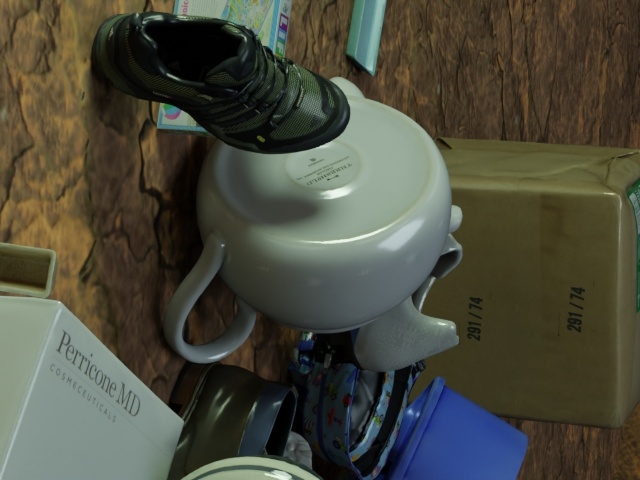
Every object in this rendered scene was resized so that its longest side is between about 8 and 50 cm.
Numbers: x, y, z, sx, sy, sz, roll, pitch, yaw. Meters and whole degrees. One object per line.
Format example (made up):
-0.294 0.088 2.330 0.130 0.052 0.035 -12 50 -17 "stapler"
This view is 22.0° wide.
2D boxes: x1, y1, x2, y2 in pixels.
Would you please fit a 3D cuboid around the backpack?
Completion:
0.030 0.168 1.784 0.158 0.116 0.173 59 41 -56 "backpack"

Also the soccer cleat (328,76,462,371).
0.073 -0.023 1.722 0.116 0.143 0.331 51 30 -66 "soccer cleat"

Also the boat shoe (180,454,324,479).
-0.067 0.288 1.351 0.500 0.186 0.156 105 9 -54 "boat shoe"

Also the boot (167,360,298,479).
-0.096 0.211 1.497 0.082 0.106 0.219 58 42 -56 "boot"

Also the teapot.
0.000 0.000 1.541 0.253 0.256 0.187 -78 172 -46 "teapot"

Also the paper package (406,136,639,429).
0.255 0.052 2.055 0.168 0.309 0.325 -44 134 -58 "paper package"

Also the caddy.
0.099 0.312 1.895 0.341 0.179 0.241 -59 175 -48 "caddy"

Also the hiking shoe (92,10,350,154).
-0.069 -0.127 1.338 0.226 0.114 0.086 15 83 -23 "hiking shoe"

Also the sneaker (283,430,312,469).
-0.066 0.304 1.649 0.095 0.090 0.235 82 25 -65 "sneaker"

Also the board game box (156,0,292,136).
-0.083 -0.168 1.445 0.026 0.103 0.154 20 77 -68 "board game box"

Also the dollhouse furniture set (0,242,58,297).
-0.235 -0.007 1.101 0.081 0.114 0.091 15 84 -63 "dollhouse furniture set"

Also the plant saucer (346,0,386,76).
0.059 -0.289 1.879 0.067 0.018 0.192 32 66 -66 "plant saucer"

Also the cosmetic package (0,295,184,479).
-0.243 0.245 1.081 0.217 0.156 0.385 53 48 -57 "cosmetic package"
